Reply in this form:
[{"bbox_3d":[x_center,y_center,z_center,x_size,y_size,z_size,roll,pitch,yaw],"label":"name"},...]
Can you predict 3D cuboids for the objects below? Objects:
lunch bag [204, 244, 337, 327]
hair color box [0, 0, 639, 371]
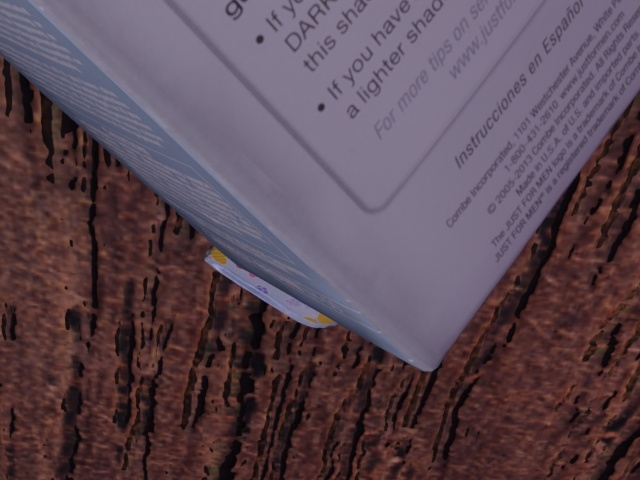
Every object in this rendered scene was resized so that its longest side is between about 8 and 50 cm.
[{"bbox_3d":[0.000,0.000,0.653,0.083,0.053,0.071,35,131,-19],"label":"lunch bag"},{"bbox_3d":[-0.045,-0.145,0.349,0.114,0.185,0.374,27,167,48],"label":"hair color box"}]
